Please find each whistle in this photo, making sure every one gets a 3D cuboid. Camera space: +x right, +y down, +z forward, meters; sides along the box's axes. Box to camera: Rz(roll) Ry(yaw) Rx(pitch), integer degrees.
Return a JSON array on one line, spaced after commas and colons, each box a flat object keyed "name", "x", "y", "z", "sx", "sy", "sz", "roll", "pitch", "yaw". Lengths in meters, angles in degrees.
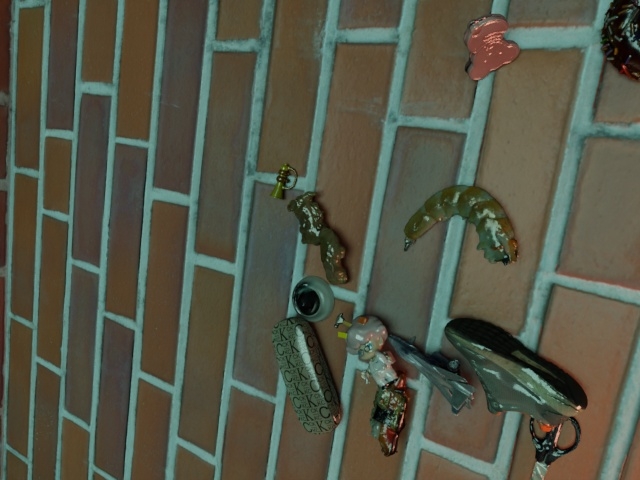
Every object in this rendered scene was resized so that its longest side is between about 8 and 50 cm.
[{"name": "whistle", "x": -0.111, "y": -0.176, "z": 1.347, "sx": 0.057, "sy": 0.046, "sz": 0.109, "roll": 29, "pitch": 102, "yaw": 38}]

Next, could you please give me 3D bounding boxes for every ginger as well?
[{"name": "ginger", "x": -0.001, "y": -0.002, "z": 1.279, "sx": 0.122, "sy": 0.084, "sz": 0.290, "roll": -32, "pitch": 80, "yaw": 20}]

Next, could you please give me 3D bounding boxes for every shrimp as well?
[{"name": "shrimp", "x": 0.341, "y": -0.045, "z": 1.105, "sx": 0.287, "sy": 0.068, "sz": 0.185, "roll": 6, "pitch": 96, "yaw": 29}]

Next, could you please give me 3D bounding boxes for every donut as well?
[{"name": "donut", "x": 0.687, "y": -0.430, "z": 0.876, "sx": 0.235, "sy": 0.089, "sz": 0.235, "roll": 3, "pitch": 98, "yaw": 26}]

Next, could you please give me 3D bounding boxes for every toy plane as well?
[{"name": "toy plane", "x": 0.286, "y": 0.321, "z": 1.159, "sx": 0.088, "sy": 0.212, "sz": 0.267, "roll": -34, "pitch": 52, "yaw": -16}]

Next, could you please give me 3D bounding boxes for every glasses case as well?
[{"name": "glasses case", "x": -0.043, "y": 0.403, "z": 1.337, "sx": 0.137, "sy": 0.085, "sz": 0.355, "roll": -22, "pitch": 86, "yaw": 31}]

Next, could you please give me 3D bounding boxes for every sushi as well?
[{"name": "sushi", "x": 0.189, "y": 0.463, "z": 1.217, "sx": 0.103, "sy": 0.097, "sz": 0.226, "roll": 13, "pitch": 86, "yaw": 21}]

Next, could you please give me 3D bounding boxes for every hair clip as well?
[{"name": "hair clip", "x": 0.379, "y": -0.443, "z": 1.011, "sx": 0.123, "sy": 0.138, "sz": 0.102, "roll": -24, "pitch": 89, "yaw": 20}]

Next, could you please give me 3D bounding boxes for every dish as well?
[{"name": "dish", "x": -0.038, "y": 0.180, "z": 1.319, "sx": 0.141, "sy": 0.078, "sz": 0.141, "roll": 3, "pitch": 96, "yaw": 28}]

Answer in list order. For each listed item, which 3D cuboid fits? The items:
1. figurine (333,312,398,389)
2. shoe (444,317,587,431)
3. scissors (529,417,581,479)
[{"name": "figurine", "x": 0.136, "y": 0.286, "z": 1.210, "sx": 0.137, "sy": 0.111, "sz": 0.229, "roll": -48, "pitch": 59, "yaw": 34}, {"name": "shoe", "x": 0.432, "y": 0.329, "z": 1.068, "sx": 0.336, "sy": 0.132, "sz": 0.171, "roll": 33, "pitch": 119, "yaw": 21}, {"name": "scissors", "x": 0.534, "y": 0.547, "z": 1.081, "sx": 0.109, "sy": 0.022, "sz": 0.300, "roll": 19, "pitch": 102, "yaw": 28}]
